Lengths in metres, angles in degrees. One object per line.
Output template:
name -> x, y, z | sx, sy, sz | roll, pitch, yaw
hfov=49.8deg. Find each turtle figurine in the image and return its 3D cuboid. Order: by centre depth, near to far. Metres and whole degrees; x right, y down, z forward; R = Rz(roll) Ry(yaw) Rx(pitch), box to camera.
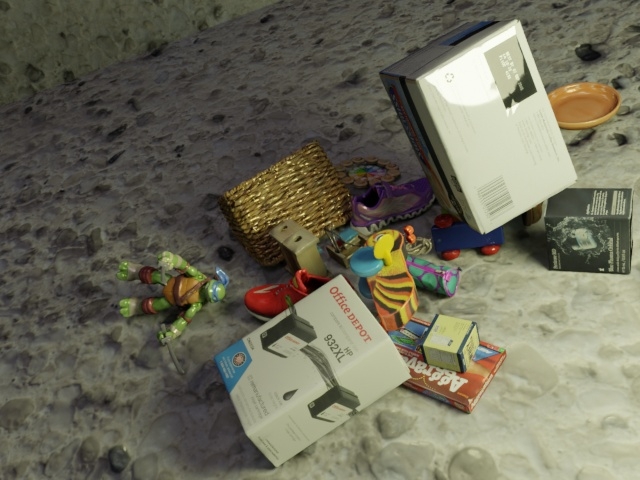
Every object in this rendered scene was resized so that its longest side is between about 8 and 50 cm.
turtle figurine -> -0.374, 0.128, 1.587 | 0.266, 0.198, 0.275 | 1, 39, 31

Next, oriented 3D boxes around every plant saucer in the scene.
plant saucer -> 0.680, -0.348, 1.806 | 0.200, 0.037, 0.200 | -12, 40, 10

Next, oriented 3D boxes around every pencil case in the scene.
pencil case -> 0.226, 0.070, 1.485 | 0.151, 0.070, 0.064 | 17, 60, 40

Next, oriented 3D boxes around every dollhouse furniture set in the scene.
dollhouse furniture set -> 0.000, 0.000, 1.621 | 0.183, 0.129, 0.129 | -36, 41, -17

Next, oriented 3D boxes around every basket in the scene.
basket -> -0.090, -0.085, 1.790 | 0.299, 0.223, 0.213 | -33, 4, -15

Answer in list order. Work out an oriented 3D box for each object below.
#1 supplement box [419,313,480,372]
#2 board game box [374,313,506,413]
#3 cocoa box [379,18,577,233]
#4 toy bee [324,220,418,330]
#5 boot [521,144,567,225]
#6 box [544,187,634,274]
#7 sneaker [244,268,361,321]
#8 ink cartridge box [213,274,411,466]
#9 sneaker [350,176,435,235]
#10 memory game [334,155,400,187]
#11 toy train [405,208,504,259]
supplement box -> 0.245, 0.193, 1.297 | 0.083, 0.056, 0.083 | 10, 46, 33
board game box -> 0.201, 0.226, 1.347 | 0.281, 0.027, 0.145 | 16, 52, 37
cocoa box -> 0.313, -0.234, 1.389 | 0.231, 0.347, 0.228 | -30, 21, -4
toy bee -> 0.136, 0.035, 1.413 | 0.162, 0.195, 0.298 | -28, 66, -3
boot -> 0.516, -0.145, 1.592 | 0.115, 0.112, 0.305 | 6, 42, 15
box -> 0.540, -0.019, 1.382 | 0.158, 0.156, 0.093 | 3, 45, 27
sneaker -> -0.047, 0.111, 1.519 | 0.279, 0.118, 0.107 | -2, 41, 22
ink cartridge box -> -0.020, 0.241, 1.318 | 0.307, 0.129, 0.223 | -33, 38, -4
sneaker -> 0.174, -0.104, 1.689 | 0.236, 0.105, 0.095 | -25, 37, -7
memory game -> 0.122, -0.185, 1.843 | 0.186, 0.012, 0.186 | -1, 31, 1
toy train -> 0.287, -0.033, 1.567 | 0.248, 0.105, 0.143 | -8, 28, 18
